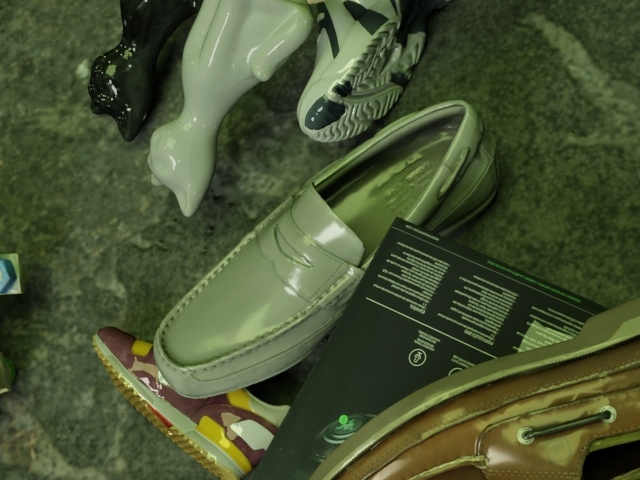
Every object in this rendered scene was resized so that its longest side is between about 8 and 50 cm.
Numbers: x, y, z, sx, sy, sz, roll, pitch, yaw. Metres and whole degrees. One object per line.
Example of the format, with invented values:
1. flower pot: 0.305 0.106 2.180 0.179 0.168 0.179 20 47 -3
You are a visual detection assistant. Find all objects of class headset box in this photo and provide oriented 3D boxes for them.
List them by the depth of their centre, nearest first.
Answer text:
1. headset box: 0.105 0.167 1.135 0.246 0.131 0.283 23 78 26

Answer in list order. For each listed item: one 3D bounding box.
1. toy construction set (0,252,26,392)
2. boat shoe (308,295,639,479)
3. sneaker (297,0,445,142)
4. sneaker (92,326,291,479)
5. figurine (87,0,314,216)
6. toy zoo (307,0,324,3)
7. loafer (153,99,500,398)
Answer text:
1. toy construction set: -0.396 0.105 1.341 0.327 0.151 0.215 -16 88 23
2. boat shoe: 0.138 0.131 1.000 0.307 0.111 0.104 -28 62 7
3. sneaker: 0.011 -0.199 1.348 0.153 0.094 0.235 23 78 29
4. sneaker: -0.103 0.116 1.280 0.185 0.069 0.084 38 72 26
5. figurine: -0.115 -0.151 1.340 0.215 0.092 0.209 49 119 45
6. toy zoo: 0.047 -0.305 1.343 0.192 0.030 0.293 -14 40 -6
7. loafer: 0.000 0.000 1.230 0.319 0.111 0.112 -39 59 -10
